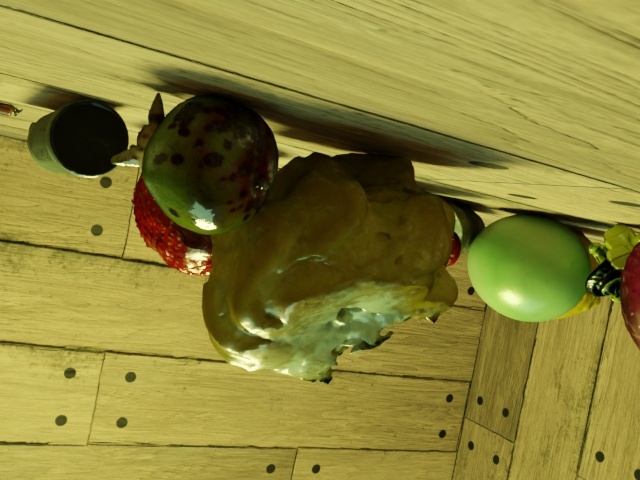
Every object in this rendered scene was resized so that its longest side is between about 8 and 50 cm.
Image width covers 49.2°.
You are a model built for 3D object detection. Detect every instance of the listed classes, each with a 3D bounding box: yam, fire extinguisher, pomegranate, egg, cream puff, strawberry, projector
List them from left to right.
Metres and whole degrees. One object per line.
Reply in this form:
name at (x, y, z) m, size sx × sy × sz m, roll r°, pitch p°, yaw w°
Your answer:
fire extinguisher at (-0.571, -0.237, 1.234) m, size 0.083 × 0.022 × 0.028 m, roll 10°, pitch -140°, yaw -20°
projector at (-0.381, -0.152, 1.071) m, size 0.108 × 0.108 × 0.337 m, roll 10°, pitch -179°, yaw -27°
strawberry at (-0.206, -0.052, 1.210) m, size 0.238 × 0.250 × 0.288 m, roll 48°, pitch -165°, yaw -17°
pomegranate at (-0.121, -0.082, 0.726) m, size 0.149 × 0.148 × 0.169 m, roll 10°, pitch -168°, yaw -35°
cream puff at (-0.009, 0.001, 0.866) m, size 0.323 × 0.269 × 0.274 m, roll -31°, pitch 143°, yaw 13°
yam at (0.294, -0.021, 1.569) m, size 0.133 × 0.133 × 0.330 m, roll 12°, pitch -176°, yaw 26°
egg at (0.423, 0.054, 1.440) m, size 0.221 × 0.220 × 0.270 m, roll 10°, pitch -175°, yaw -32°

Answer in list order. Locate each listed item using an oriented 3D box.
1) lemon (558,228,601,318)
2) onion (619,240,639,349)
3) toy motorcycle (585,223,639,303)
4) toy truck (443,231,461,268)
lemon at (0.542, 0.073, 1.654) m, size 0.288 × 0.233 × 0.233 m, roll 20°, pitch 177°, yaw -29°
onion at (0.585, 0.099, 1.074) m, size 0.231 × 0.256 × 0.272 m, roll -3°, pitch 164°, yaw 6°
toy motorcycle at (0.643, 0.069, 1.326) m, size 0.342 × 0.206 × 0.142 m, roll 22°, pitch -155°, yaw -42°
toy truck at (0.119, 0.024, 1.373) m, size 0.189 × 0.239 × 0.264 m, roll 4°, pitch -142°, yaw -29°
